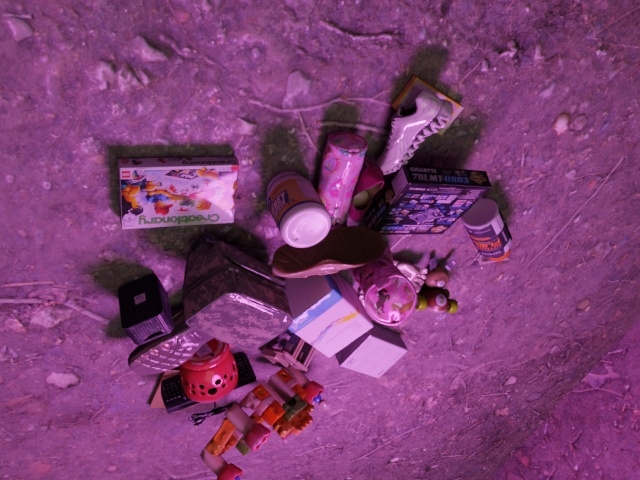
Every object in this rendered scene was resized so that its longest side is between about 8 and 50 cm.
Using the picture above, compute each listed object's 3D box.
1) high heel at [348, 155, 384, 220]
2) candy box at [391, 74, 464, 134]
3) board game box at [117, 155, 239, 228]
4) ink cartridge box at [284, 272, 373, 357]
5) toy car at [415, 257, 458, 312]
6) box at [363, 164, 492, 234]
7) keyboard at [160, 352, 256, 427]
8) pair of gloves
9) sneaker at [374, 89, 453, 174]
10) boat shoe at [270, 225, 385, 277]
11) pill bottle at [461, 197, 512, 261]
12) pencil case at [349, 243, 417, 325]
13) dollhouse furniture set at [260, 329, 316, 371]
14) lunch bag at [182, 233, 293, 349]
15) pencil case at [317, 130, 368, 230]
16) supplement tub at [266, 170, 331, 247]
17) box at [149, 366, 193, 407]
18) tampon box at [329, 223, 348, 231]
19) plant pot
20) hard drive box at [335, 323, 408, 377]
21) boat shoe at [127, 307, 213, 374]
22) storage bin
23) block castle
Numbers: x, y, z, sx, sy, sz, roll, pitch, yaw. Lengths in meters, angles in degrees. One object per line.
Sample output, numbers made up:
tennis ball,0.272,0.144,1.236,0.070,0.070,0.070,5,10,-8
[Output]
high heel,0.139,-0.126,1.746,0.082,0.117,0.244,-7,136,-23
candy box,0.309,-0.384,1.672,0.206,0.027,0.105,20,118,-35
board game box,-0.377,-0.129,1.562,0.305,0.053,0.193,-5,130,-21
ink cartridge box,0.004,0.213,1.925,0.197,0.198,0.270,-37,133,9
toy car,0.425,0.153,2.117,0.155,0.149,0.188,7,114,-17
box,0.324,-0.115,1.810,0.295,0.073,0.293,0,152,-23
keyboard,-0.372,0.510,1.988,0.317,0.201,0.033,-18,147,-19
pair of gloves,0.251,0.170,2.073,0.204,0.042,0.240,18,115,-8
sneaker,0.236,-0.305,1.647,0.118,0.110,0.292,27,129,-21
boat shoe,0.020,0.037,1.716,0.341,0.122,0.110,-8,166,-15
pill bottle,0.588,-0.026,2.033,0.130,0.130,0.246,-35,133,7
pencil case,0.185,0.120,1.801,0.167,0.386,0.160,24,103,-11
dollhouse furniture set,-0.120,0.361,2.061,0.129,0.183,0.129,47,60,-33
lunch bag,-0.249,0.140,1.712,0.212,0.256,0.305,-38,135,23
pencil case,0.052,-0.168,1.677,0.124,0.124,0.284,-3,128,-22
supplement tub,-0.067,-0.091,1.633,0.144,0.200,0.144,-13,132,-15
box,-0.502,0.526,2.086,0.164,0.021,0.201,10,123,-31
tampon box,0.000,0.000,1.808,0.161,0.101,0.120,4,125,-26
plant pot,-0.374,0.407,1.932,0.191,0.191,0.174,-11,125,-16
hard drive box,0.194,0.425,2.267,0.232,0.089,0.181,28,113,-38
boat shoe,-0.440,0.288,1.834,0.355,0.130,0.132,-31,132,-7
storage bin,-0.507,0.196,1.692,0.122,0.180,0.084,-22,134,-5
block castle,-0.181,0.661,2.078,0.303,0.213,0.453,-58,162,24
